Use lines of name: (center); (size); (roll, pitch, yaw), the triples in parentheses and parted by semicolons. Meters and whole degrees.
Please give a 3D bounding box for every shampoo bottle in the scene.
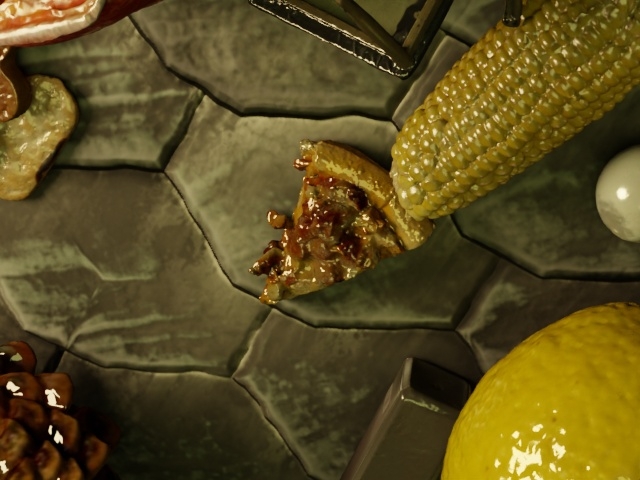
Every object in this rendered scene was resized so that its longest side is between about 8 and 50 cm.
shampoo bottle: (0.072, 0.244, 1.510); (0.079, 0.080, 0.246); (25, 116, -3)

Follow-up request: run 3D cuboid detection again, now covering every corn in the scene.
corn: (0.196, -0.148, 1.290); (0.130, 0.130, 0.347); (43, 117, -12)

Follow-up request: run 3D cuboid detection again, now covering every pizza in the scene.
pizza: (0.001, 0.001, 1.413); (0.154, 0.069, 0.194); (37, 112, -11)

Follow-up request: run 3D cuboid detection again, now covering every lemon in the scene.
lemon: (0.272, 0.222, 1.348); (0.336, 0.336, 0.336); (3, 115, 6)

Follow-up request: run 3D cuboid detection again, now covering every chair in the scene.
chair: (0.041, -0.235, 1.170); (0.188, 0.272, 0.166); (30, 91, 27)

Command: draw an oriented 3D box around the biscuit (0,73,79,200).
biscuit: (-0.291, -0.100, 1.435); (0.071, 0.018, 0.147); (34, 116, -6)

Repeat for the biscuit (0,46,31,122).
biscuit: (-0.368, -0.156, 1.406); (0.179, 0.039, 0.236); (31, 115, 0)

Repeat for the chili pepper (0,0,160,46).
chili pepper: (-0.203, -0.284, 1.188); (0.251, 0.305, 0.229); (1, 109, 18)

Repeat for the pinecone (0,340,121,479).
pinecone: (-0.377, 0.297, 1.446); (0.397, 0.398, 0.398); (3, 115, 6)

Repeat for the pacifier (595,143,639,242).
pacifier: (0.383, -0.054, 1.265); (0.220, 0.273, 0.332); (-29, 108, -9)
